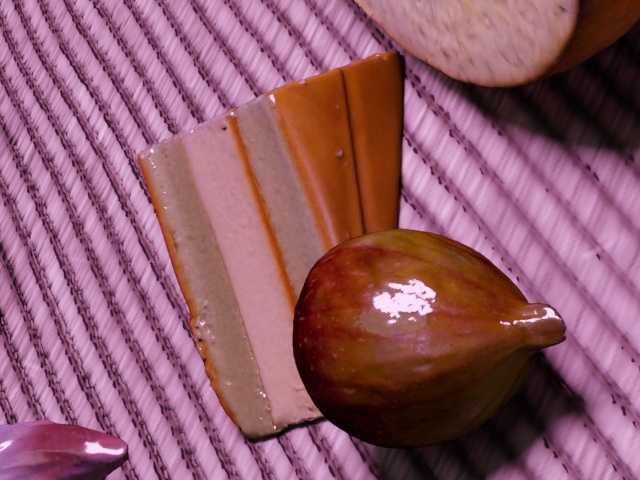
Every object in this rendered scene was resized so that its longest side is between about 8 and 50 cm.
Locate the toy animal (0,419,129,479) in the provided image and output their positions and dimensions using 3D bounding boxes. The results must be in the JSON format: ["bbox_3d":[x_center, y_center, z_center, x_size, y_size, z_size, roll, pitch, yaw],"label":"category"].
[{"bbox_3d":[-0.215,0.174,1.120,0.324,0.090,0.195,22,81,49],"label":"toy animal"}]

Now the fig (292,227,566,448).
[{"bbox_3d":[0.057,0.043,0.916,0.155,0.103,0.109,-17,79,42],"label":"fig"}]

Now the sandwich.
[{"bbox_3d":[0.000,0.000,1.076,0.117,0.144,0.187,-21,87,37],"label":"sandwich"}]

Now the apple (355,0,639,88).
[{"bbox_3d":[0.096,-0.209,0.987,0.346,0.179,0.254,44,114,48],"label":"apple"}]
